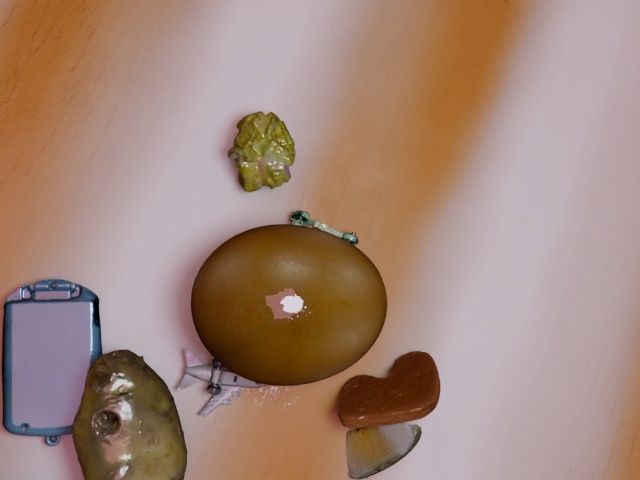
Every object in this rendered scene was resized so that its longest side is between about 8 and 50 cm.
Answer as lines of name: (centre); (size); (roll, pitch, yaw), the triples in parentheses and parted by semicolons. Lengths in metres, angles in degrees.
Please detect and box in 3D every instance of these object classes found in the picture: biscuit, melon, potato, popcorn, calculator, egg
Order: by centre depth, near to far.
potato: (-0.328, 0.334, 1.415); (0.191, 0.141, 0.296); (-12, 95, -45)
egg: (-0.052, 0.111, 1.439); (0.351, 0.282, 0.283); (-2, 85, -25)
calculator: (-0.471, 0.215, 1.451); (0.172, 0.051, 0.293); (0, 86, -14)
popcorn: (-0.110, -0.166, 1.532); (0.126, 0.126, 0.145); (-16, 113, -6)
biscuit: (0.130, 0.281, 1.550); (0.192, 0.186, 0.036); (-10, 117, 9)
melon: (0.135, 0.374, 1.556); (0.139, 0.202, 0.093); (-7, 64, -47)

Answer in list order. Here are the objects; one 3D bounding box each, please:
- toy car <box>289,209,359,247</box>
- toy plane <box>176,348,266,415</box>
toy car: (0.000, 0.000, 1.579); (0.143, 0.054, 0.073); (24, 79, -6)
toy plane: (-0.173, 0.249, 1.513); (0.171, 0.065, 0.162); (11, 91, -7)
